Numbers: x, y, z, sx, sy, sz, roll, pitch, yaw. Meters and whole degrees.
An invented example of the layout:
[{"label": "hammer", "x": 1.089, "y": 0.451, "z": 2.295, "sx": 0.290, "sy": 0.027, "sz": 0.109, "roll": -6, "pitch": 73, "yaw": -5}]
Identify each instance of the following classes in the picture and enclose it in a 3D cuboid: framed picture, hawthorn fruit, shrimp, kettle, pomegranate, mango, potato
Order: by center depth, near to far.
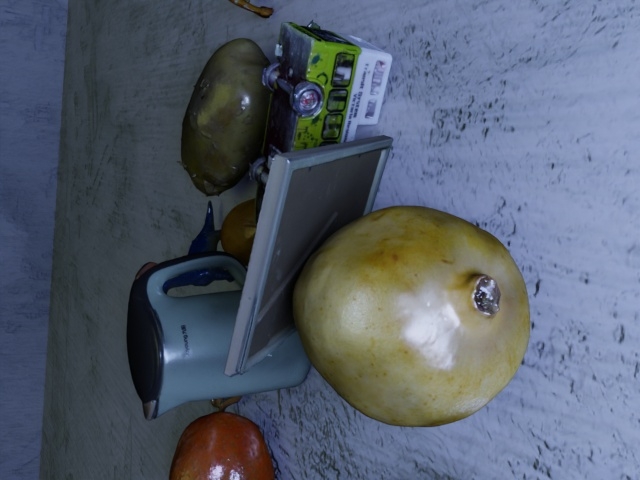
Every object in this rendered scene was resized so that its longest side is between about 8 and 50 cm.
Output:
[{"label": "pomegranate", "x": 0.091, "y": 0.072, "z": 0.625, "sx": 0.233, "sy": 0.233, "sz": 0.233, "roll": -5, "pitch": 85, "yaw": 56}, {"label": "framed picture", "x": 0.000, "y": 0.000, "z": 0.714, "sx": 0.024, "sy": 0.315, "sz": 0.232, "roll": 21, "pitch": 109, "yaw": 17}, {"label": "kettle", "x": -0.163, "y": 0.133, "z": 0.953, "sx": 0.165, "sy": 0.255, "sz": 0.241, "roll": -30, "pitch": 66, "yaw": 55}, {"label": "hawthorn fruit", "x": -0.165, "y": 0.378, "z": 1.026, "sx": 0.189, "sy": 0.189, "sz": 0.189, "roll": -5, "pitch": 85, "yaw": 56}, {"label": "mango", "x": -0.106, "y": -0.016, "z": 1.035, "sx": 0.165, "sy": 0.089, "sz": 0.115, "roll": -14, "pitch": 68, "yaw": 51}, {"label": "potato", "x": -0.170, "y": -0.205, "z": 1.092, "sx": 0.192, "sy": 0.141, "sz": 0.296, "roll": 61, "pitch": 138, "yaw": 41}, {"label": "shrimp", "x": -0.123, "y": -0.426, "z": 1.105, "sx": 0.127, "sy": 0.090, "sz": 0.025, "roll": -76, "pitch": 11, "yaw": -60}]

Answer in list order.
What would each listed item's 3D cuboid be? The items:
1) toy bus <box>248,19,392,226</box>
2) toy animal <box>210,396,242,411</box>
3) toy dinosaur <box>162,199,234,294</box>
[{"label": "toy bus", "x": -0.011, "y": -0.137, "z": 0.859, "sx": 0.113, "sy": 0.139, "sz": 0.302, "roll": 48, "pitch": 135, "yaw": 46}, {"label": "toy animal", "x": -0.168, "y": 0.217, "z": 1.137, "sx": 0.099, "sy": 0.056, "sz": 0.242, "roll": -9, "pitch": 80, "yaw": 55}, {"label": "toy dinosaur", "x": -0.239, "y": 0.022, "z": 1.140, "sx": 0.075, "sy": 0.188, "sz": 0.248, "roll": -45, "pitch": 51, "yaw": 36}]
